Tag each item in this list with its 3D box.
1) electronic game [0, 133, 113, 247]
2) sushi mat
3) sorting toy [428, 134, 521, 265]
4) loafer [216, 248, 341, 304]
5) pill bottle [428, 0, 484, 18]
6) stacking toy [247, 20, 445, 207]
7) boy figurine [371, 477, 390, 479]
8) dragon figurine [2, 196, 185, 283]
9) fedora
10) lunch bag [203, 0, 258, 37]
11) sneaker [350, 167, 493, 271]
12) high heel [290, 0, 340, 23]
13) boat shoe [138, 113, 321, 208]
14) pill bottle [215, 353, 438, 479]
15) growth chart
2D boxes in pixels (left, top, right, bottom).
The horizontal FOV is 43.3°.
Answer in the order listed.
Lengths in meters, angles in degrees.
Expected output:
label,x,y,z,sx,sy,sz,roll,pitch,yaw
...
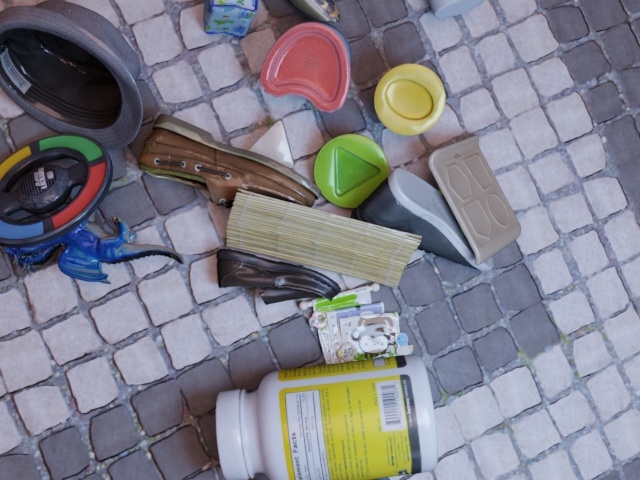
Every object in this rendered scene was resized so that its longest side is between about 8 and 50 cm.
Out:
label,x,y,z,sx,sy,sz,roll,pitch,yaw
electronic game,-0.437,-0.082,1.274,0.229,0.048,0.229,-8,50,10
sushi mat,0.000,0.000,1.352,0.316,0.151,0.019,14,54,-6
sorting toy,0.271,-0.074,1.428,0.193,0.038,0.208,-25,91,-51
loafer,-0.075,0.074,1.373,0.220,0.080,0.078,14,87,-1
pill bottle,0.219,-0.531,1.463,0.131,0.131,0.229,-17,87,-12
stacking toy,0.035,-0.226,1.433,0.309,0.130,0.279,26,106,-4
boy figurine,0.120,0.517,1.350,0.177,0.092,0.285,-27,86,-15
dragon figurine,-0.371,0.025,1.308,0.289,0.085,0.144,24,82,-3
fedora,-0.390,-0.285,1.298,0.275,0.244,0.124,23,51,-3
lunch bag,-0.149,-0.442,1.383,0.096,0.129,0.151,2,81,-15
sneaker,0.174,-0.010,1.422,0.296,0.147,0.104,32,41,-33
high heel,-0.002,-0.509,1.416,0.186,0.093,0.261,-39,73,-7
boat shoe,-0.155,-0.103,1.360,0.307,0.111,0.104,22,78,4
pill bottle,0.009,0.293,1.289,0.334,0.188,0.188,-7,85,1
growth chart,0.078,0.193,1.413,0.172,0.021,0.237,-19,88,-13
